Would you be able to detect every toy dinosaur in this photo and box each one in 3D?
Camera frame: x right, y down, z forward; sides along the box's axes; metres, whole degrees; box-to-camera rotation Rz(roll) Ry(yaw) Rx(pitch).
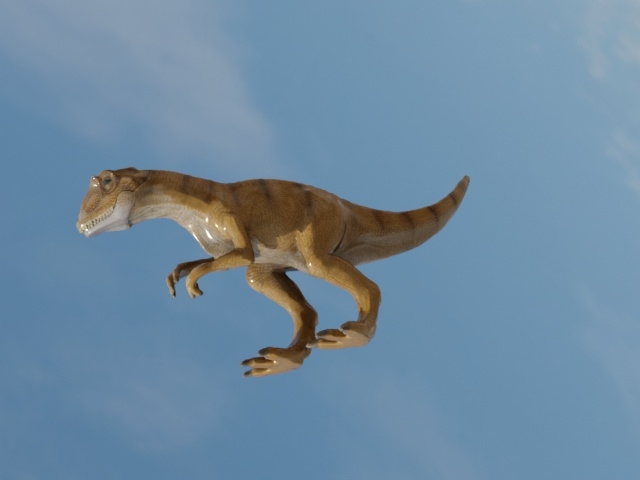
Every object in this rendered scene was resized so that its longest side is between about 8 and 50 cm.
[{"bbox_3d":[0.000,0.000,0.758,0.211,0.064,0.112,5,-116,-26],"label":"toy dinosaur"}]
